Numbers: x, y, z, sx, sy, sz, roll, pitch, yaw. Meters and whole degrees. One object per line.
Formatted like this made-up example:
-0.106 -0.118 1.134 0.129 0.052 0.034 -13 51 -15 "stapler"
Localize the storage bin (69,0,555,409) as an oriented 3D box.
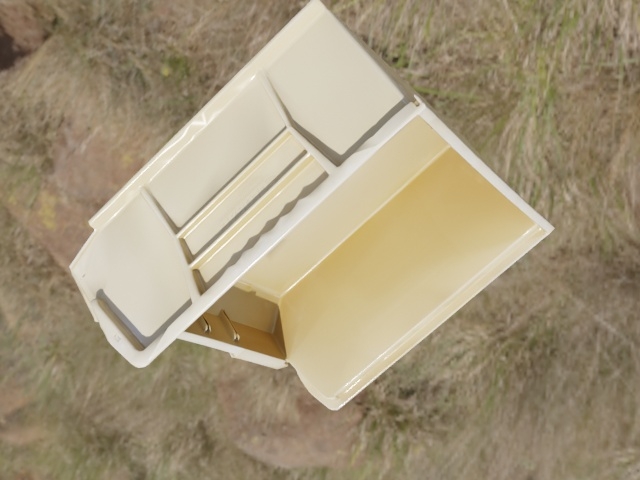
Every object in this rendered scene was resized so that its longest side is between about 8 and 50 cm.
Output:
0.000 0.000 0.705 0.260 0.123 0.262 -43 149 13 "storage bin"
